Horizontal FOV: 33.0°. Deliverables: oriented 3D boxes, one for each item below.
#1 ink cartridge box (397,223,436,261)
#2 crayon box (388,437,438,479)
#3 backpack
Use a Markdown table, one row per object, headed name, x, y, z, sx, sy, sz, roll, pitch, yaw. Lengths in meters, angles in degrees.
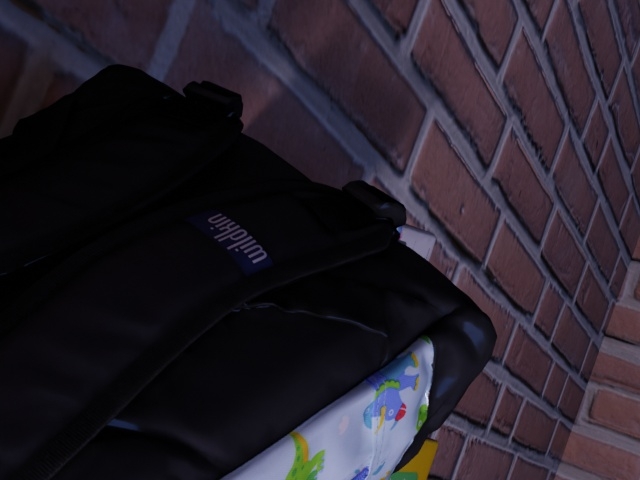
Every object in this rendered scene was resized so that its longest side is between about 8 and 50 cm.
| name | x | y | z | sx | sy | sz | roll | pitch | yaw |
| --- | --- | --- | --- | --- | --- | --- | --- | --- | --- |
| ink cartridge box | 0.000 | 0.000 | 0.882 | 0.175 | 0.127 | 0.072 | 13 | 97 | -64 |
| crayon box | -0.026 | 0.321 | 1.066 | 0.363 | 0.106 | 0.313 | 30 | 78 | -65 |
| backpack | -0.137 | 0.090 | 0.491 | 0.355 | 0.290 | 0.273 | -27 | 147 | -58 |
